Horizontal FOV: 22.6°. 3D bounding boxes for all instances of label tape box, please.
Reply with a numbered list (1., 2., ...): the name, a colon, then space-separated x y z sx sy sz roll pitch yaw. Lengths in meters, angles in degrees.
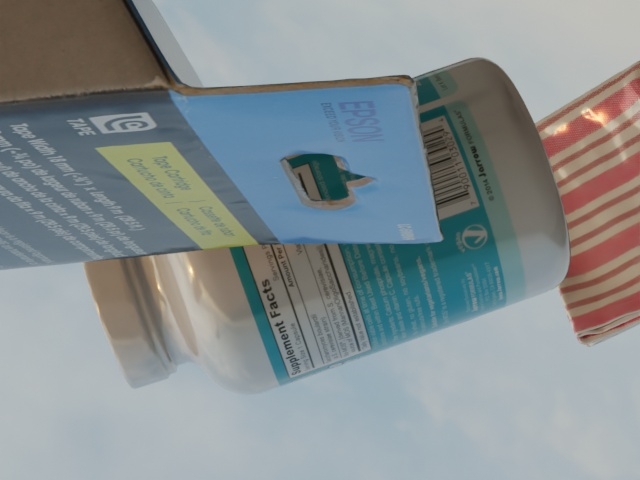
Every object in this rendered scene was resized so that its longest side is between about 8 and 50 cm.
1. label tape box: -0.129 -0.057 0.592 0.334 0.240 0.106 -5 -101 5

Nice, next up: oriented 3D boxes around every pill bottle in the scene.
1. pill bottle: 0.000 0.000 0.932 0.264 0.146 0.146 -19 -135 -2

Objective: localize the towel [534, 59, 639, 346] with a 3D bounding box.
1. towel: 0.226 -0.031 1.236 0.029 0.144 0.197 28 -144 -53
